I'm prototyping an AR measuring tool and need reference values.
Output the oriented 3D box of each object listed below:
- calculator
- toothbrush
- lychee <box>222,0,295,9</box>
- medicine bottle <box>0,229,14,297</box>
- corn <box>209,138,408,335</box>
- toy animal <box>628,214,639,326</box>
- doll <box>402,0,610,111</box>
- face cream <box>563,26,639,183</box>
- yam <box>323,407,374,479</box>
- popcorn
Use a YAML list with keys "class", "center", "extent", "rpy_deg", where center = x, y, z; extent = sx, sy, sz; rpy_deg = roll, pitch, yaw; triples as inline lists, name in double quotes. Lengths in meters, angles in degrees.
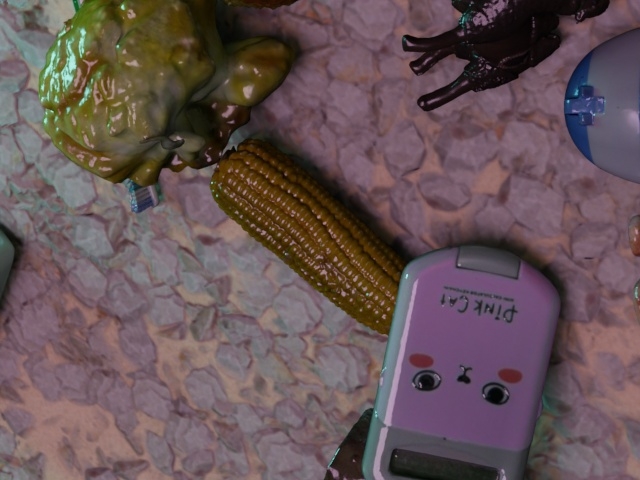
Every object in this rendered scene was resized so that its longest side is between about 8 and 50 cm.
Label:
- class: "calculator"
  center: [0.119, 0.125, 1.479]
  extent: [0.141, 0.045, 0.246]
  rpy_deg: [12, 96, -1]
- class: "toothbrush"
  center: [-0.201, -0.170, 1.603]
  extent: [0.030, 0.030, 0.304]
  rpy_deg: [-5, 108, 32]
- class: "lychee"
  center: [-0.046, -0.243, 1.423]
  extent: [0.146, 0.114, 0.114]
  rpy_deg: [-19, 103, 56]
- class: "medicine bottle"
  center: [-0.399, 0.069, 1.796]
  extent: [0.121, 0.083, 0.229]
  rpy_deg: [32, 124, 11]
- class: "corn"
  center: [0.000, 0.000, 1.531]
  extent: [0.231, 0.080, 0.080]
  rpy_deg: [41, 127, 7]
- class: "toy animal"
  center: [0.345, 0.054, 1.347]
  extent: [0.185, 0.104, 0.184]
  rpy_deg: [-4, 109, 27]
- class: "doll"
  center: [0.143, -0.167, 1.353]
  extent: [0.165, 0.057, 0.139]
  rpy_deg: [-10, 153, 8]
- class: "face cream"
  center: [0.306, -0.100, 1.294]
  extent: [0.264, 0.083, 0.149]
  rpy_deg: [2, 90, 30]
- class: "yam"
  center: [0.134, 0.269, 1.556]
  extent: [0.279, 0.131, 0.131]
  rpy_deg: [31, 125, 19]
- class: "popcorn"
  center: [-0.133, -0.138, 1.492]
  extent: [0.212, 0.198, 0.198]
  rpy_deg: [7, 122, -11]
